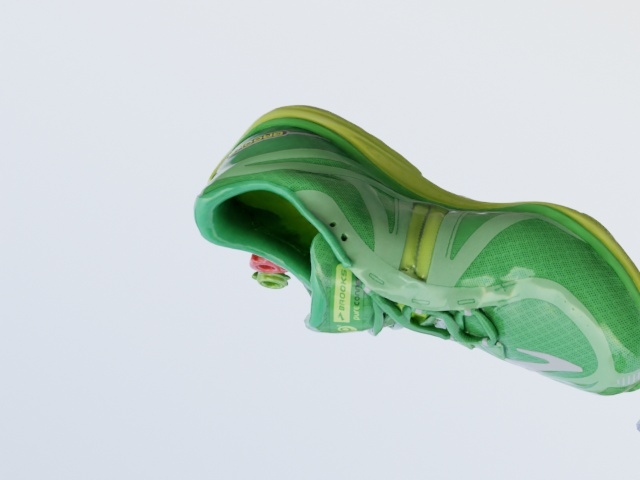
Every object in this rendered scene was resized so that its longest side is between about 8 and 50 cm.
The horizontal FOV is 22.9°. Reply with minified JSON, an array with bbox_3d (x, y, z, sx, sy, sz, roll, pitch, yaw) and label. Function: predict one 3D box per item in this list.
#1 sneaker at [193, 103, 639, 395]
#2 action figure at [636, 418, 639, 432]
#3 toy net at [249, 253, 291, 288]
[{"bbox_3d":[0.053,0.023,0.885,0.295,0.109,0.123,24,-133,30],"label":"sneaker"},{"bbox_3d":[0.279,0.143,0.621,0.341,0.330,0.178,10,174,3],"label":"action figure"},{"bbox_3d":[0.000,0.000,1.440,0.122,0.045,0.232,10,161,-2],"label":"toy net"}]
